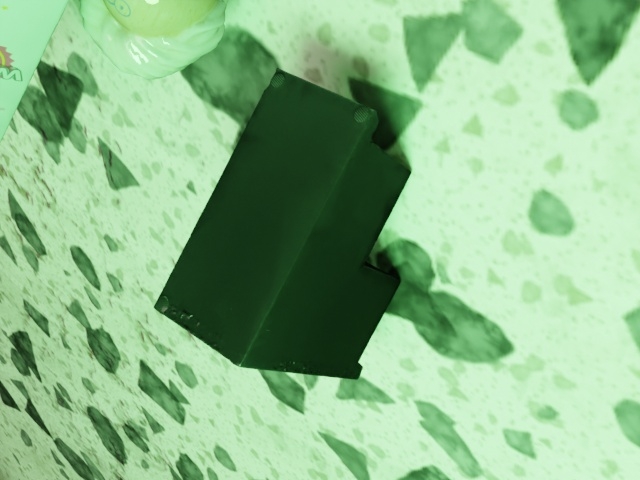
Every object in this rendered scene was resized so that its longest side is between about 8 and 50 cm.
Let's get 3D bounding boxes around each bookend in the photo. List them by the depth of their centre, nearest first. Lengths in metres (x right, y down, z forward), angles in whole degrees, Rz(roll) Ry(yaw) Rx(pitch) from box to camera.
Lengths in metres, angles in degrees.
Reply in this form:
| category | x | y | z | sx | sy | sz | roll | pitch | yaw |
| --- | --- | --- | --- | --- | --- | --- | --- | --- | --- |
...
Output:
| category | x | y | z | sx | sy | sz | roll | pitch | yaw |
| --- | --- | --- | --- | --- | --- | --- | --- | --- | --- |
| bookend | 0.000 | 0.000 | 0.514 | 0.072 | 0.156 | 0.157 | 29 | 93 | 29 |

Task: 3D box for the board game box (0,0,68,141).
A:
| category | x | y | z | sx | sy | sz | roll | pitch | yaw |
| --- | --- | --- | --- | --- | --- | --- | --- | --- | --- |
| board game box | -0.208 | -0.213 | 0.475 | 0.303 | 0.097 | 0.224 | -31 | 60 | 53 |

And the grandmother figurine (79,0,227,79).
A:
| category | x | y | z | sx | sy | sz | roll | pitch | yaw |
| --- | --- | --- | --- | --- | --- | --- | --- | --- | --- |
| grandmother figurine | -0.052 | -0.209 | 0.393 | 0.208 | 0.104 | 0.342 | 64 | 145 | 19 |
